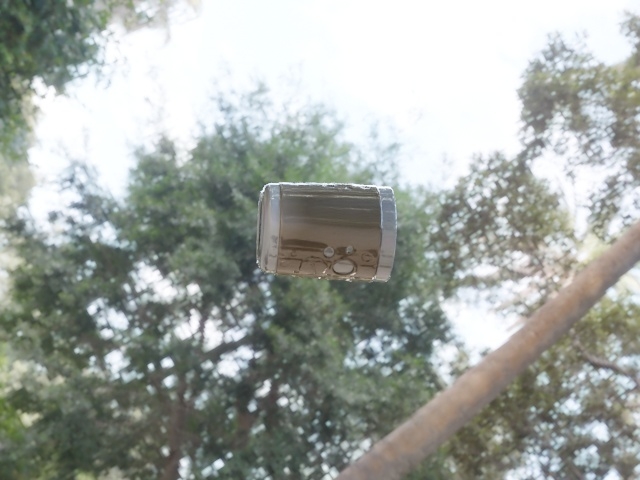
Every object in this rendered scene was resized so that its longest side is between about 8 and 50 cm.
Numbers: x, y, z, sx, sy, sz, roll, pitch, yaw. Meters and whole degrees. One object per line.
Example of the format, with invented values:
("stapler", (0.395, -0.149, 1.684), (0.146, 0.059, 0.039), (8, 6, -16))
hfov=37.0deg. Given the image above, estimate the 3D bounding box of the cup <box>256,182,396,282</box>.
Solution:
("cup", (0.001, -0.008, 0.738), (0.102, 0.099, 0.074), (-159, -107, -82))
